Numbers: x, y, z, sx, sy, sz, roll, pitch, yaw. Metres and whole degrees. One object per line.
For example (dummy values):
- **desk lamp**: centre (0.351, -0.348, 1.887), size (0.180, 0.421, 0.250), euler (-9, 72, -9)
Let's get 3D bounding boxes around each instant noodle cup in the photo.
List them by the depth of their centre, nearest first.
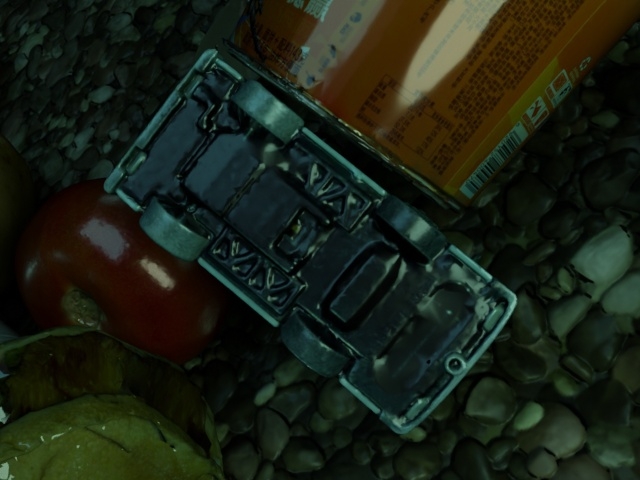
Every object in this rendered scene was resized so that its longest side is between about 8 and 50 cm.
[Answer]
- **instant noodle cup**: centre (0.076, -0.169, 0.599), size (0.296, 0.296, 0.214), euler (41, 98, 38)

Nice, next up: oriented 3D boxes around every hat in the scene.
- **hat**: centre (-0.055, -0.181, 0.821), size (0.173, 0.144, 0.166), euler (112, 152, -45)

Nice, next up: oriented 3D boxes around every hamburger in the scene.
- **hamburger**: centre (-0.194, 0.207, 0.566), size (0.134, 0.265, 0.285), euler (26, 79, 40)

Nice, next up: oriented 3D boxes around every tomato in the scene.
- **tomato**: centre (-0.171, 0.029, 0.700), size (0.195, 0.195, 0.136), euler (-4, 30, 30)

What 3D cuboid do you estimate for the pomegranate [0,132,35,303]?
- **pomegranate**: centre (-0.455, -0.020, 0.845), size (0.307, 0.307, 0.307), euler (-14, 60, 25)

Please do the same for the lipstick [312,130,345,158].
- **lipstick**: centre (-0.091, -0.046, 0.753), size (0.241, 0.080, 0.080), euler (-8, 63, 28)

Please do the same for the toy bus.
- **toy bus**: centre (0.000, 0.000, 0.584), size (0.271, 0.165, 0.133), euler (40, 95, 6)

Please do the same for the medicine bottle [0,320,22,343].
- **medicine bottle**: centre (-0.289, 0.165, 0.726), size (0.237, 0.139, 0.139), euler (24, 80, 43)
